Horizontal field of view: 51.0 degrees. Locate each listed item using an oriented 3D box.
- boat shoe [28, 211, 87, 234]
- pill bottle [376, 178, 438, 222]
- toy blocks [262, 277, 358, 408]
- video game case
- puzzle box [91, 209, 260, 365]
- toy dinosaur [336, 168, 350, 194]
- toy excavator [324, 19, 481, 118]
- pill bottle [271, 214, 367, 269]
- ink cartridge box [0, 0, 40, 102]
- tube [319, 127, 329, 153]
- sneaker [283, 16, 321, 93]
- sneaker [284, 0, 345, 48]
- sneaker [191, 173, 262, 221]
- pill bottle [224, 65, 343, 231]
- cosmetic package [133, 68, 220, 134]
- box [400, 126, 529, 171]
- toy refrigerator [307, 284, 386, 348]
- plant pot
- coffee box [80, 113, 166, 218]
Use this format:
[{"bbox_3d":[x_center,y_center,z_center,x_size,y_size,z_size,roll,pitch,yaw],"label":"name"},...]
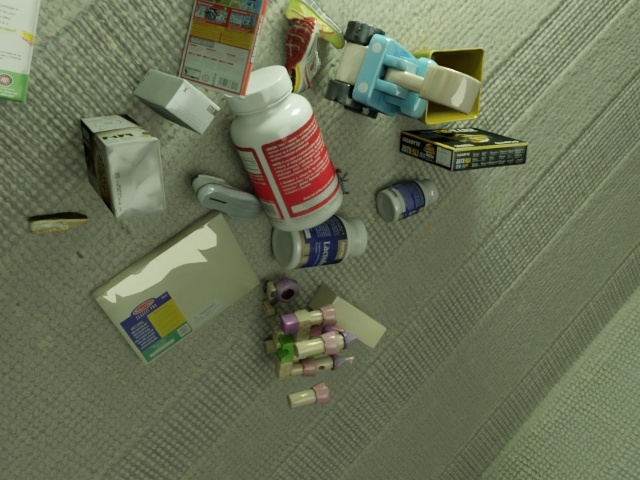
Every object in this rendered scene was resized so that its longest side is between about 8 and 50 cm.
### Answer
[{"bbox_3d":[-0.644,-0.040,1.651,0.135,0.050,0.045,-4,115,-22],"label":"boat shoe"},{"bbox_3d":[0.286,-0.136,2.187,0.186,0.112,0.112,-21,119,-25],"label":"pill bottle"},{"bbox_3d":[-0.008,0.294,2.039,0.259,0.309,0.289,-10,131,-21],"label":"toy blocks"},{"bbox_3d":[-0.237,-0.509,1.639,0.025,0.204,0.285,-8,117,-61],"label":"video game case"},{"bbox_3d":[-0.394,0.131,1.881,0.408,0.052,0.272,-36,125,-17],"label":"puzzle box"},{"bbox_3d":[0.060,-0.178,2.067,0.090,0.047,0.082,-37,107,-4],"label":"toy dinosaur"},{"bbox_3d":[0.233,-0.417,1.762,0.433,0.445,0.223,-1,111,-66],"label":"toy excavator"},{"bbox_3d":[0.000,0.000,2.026,0.264,0.153,0.153,-7,112,-32],"label":"pill bottle"},{"bbox_3d":[-0.709,-0.449,1.394,0.201,0.117,0.278,6,106,-35],"label":"ink cartridge box"},{"bbox_3d":[0.000,-0.218,2.002,0.062,0.070,0.240,-54,139,-46],"label":"tube"},{"bbox_3d":[-0.044,-0.502,1.819,0.092,0.088,0.225,-20,147,-35],"label":"sneaker"},{"bbox_3d":[-0.019,-0.584,1.832,0.208,0.081,0.094,36,98,-34],"label":"sneaker"},{"bbox_3d":[-0.252,-0.126,1.846,0.094,0.091,0.258,-39,152,14],"label":"sneaker"},{"bbox_3d":[-0.102,-0.245,1.809,0.229,0.229,0.408,-34,123,-18],"label":"pill bottle"},{"bbox_3d":[-0.349,-0.335,1.607,0.117,0.231,0.086,36,88,-37],"label":"cosmetic package"},{"bbox_3d":[0.456,-0.297,2.144,0.321,0.257,0.080,-8,112,-30],"label":"box"},{"bbox_3d":[0.088,0.258,2.222,0.269,0.102,0.094,35,88,-38],"label":"toy refrigerator"},{"bbox_3d":[0.349,-0.482,2.040,0.212,0.187,0.212,-12,115,-29],"label":"plant pot"},{"bbox_3d":[-0.461,-0.181,1.554,0.118,0.297,0.168,-12,116,-26],"label":"coffee box"}]
